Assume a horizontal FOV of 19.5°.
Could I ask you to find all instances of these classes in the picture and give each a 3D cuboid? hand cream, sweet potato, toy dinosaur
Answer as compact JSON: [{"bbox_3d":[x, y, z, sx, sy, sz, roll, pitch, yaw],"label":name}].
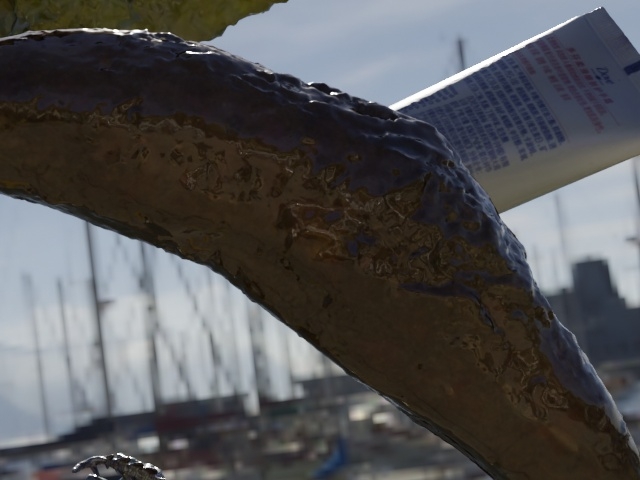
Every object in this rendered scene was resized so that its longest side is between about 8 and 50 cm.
[{"bbox_3d":[0.091,-0.059,1.144,0.247,0.133,0.083,-23,-43,-1],"label":"hand cream"},{"bbox_3d":[0.000,-0.004,0.728,0.341,0.114,0.092,29,6,0],"label":"sweet potato"},{"bbox_3d":[-0.158,0.210,1.611,0.082,0.039,0.209,17,-10,25],"label":"toy dinosaur"}]

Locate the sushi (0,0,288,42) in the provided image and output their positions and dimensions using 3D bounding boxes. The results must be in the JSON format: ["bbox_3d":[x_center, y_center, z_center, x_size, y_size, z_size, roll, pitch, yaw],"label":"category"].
[{"bbox_3d":[-0.182,-0.272,1.700,0.351,0.240,0.396,-29,13,-4],"label":"sushi"}]
